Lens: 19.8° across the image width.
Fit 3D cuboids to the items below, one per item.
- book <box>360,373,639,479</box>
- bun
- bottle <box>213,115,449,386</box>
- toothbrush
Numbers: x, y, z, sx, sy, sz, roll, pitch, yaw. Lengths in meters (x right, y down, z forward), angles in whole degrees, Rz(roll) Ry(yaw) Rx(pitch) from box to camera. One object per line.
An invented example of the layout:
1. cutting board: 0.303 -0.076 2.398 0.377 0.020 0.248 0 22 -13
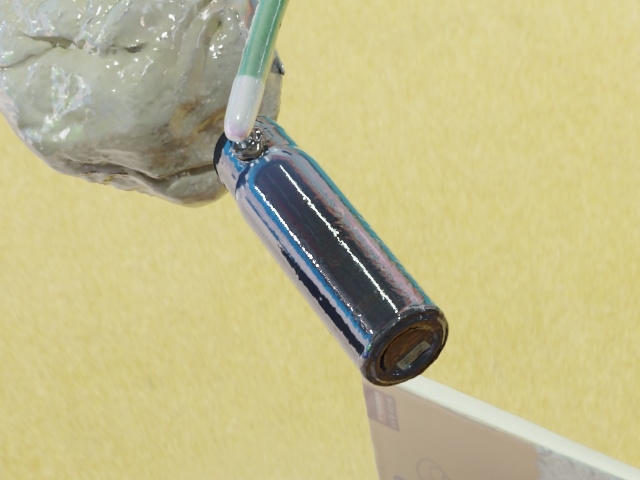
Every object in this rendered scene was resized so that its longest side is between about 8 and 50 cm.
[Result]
1. book: 0.206 0.261 1.545 0.389 0.269 0.032 19 46 36
2. bun: -0.142 -0.161 1.522 0.205 0.281 0.281 -48 63 27
3. bottle: 0.000 0.000 1.341 0.072 0.082 0.244 -36 51 -3
4. toothbrush: -0.006 -0.161 0.881 0.024 0.018 0.257 15 69 3
